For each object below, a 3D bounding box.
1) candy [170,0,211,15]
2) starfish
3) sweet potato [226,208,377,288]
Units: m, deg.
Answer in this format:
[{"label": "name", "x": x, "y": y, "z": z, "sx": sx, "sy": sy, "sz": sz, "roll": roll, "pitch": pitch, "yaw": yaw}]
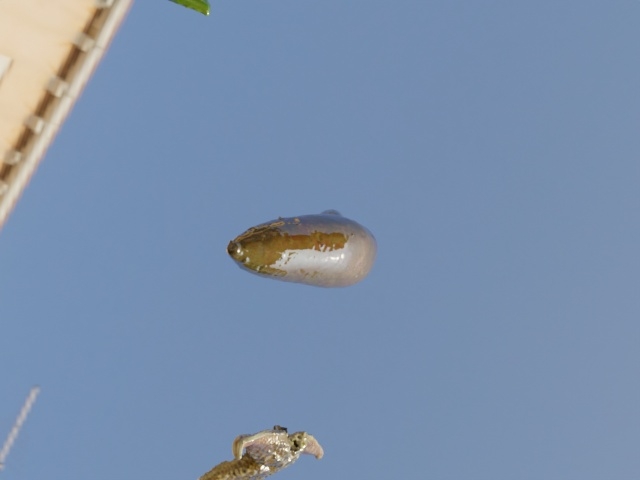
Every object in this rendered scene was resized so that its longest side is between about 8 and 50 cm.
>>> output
[{"label": "candy", "x": -0.217, "y": -0.382, "z": 1.646, "sx": 0.246, "sy": 0.149, "sz": 0.069, "roll": -88, "pitch": -160, "yaw": -51}, {"label": "starfish", "x": -0.080, "y": 0.242, "z": 1.249, "sx": 0.138, "sy": 0.247, "sz": 0.050, "roll": -41, "pitch": -113, "yaw": 6}, {"label": "sweet potato", "x": 0.007, "y": 0.003, "z": 1.268, "sx": 0.108, "sy": 0.346, "sz": 0.079, "roll": 29, "pitch": -79, "yaw": 11}]
